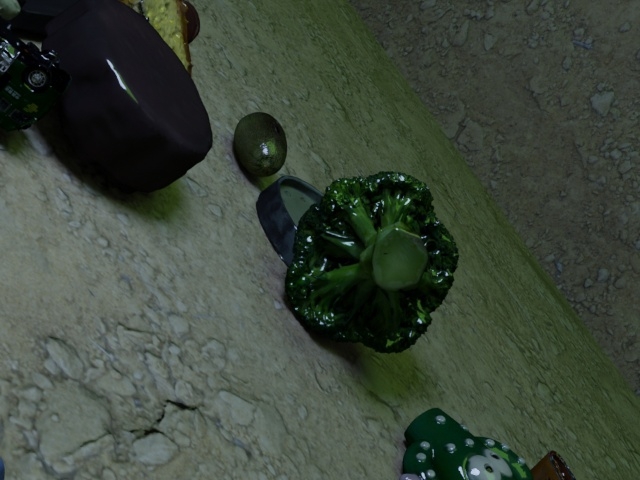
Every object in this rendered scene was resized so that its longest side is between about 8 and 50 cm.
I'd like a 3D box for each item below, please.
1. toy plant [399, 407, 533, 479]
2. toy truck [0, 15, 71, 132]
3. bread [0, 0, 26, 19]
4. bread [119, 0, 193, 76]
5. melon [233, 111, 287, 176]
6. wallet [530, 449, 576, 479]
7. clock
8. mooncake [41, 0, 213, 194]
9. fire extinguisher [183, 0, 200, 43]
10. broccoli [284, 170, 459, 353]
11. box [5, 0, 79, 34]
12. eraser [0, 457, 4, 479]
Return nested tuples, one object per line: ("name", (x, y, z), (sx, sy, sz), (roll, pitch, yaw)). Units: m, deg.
("toy plant", (0.229, 0.366, 1.500), (0.243, 0.113, 0.232), (34, 30, 5))
("toy truck", (-0.437, -0.240, 1.197), (0.259, 0.121, 0.088), (41, 20, -20))
("bread", (-0.476, -0.368, 1.282), (0.207, 0.056, 0.286), (43, -11, -11))
("bread", (-0.287, -0.294, 1.587), (0.129, 0.134, 0.260), (-45, 131, -56))
("melon", (-0.109, -0.175, 1.806), (0.099, 0.099, 0.162), (36, 22, -31))
("wallet", (0.360, 0.451, 1.552), (0.042, 0.161, 0.196), (19, 33, -34))
("clock", (0.000, 0.000, 1.777), (0.280, 0.055, 0.281), (42, 20, -20))
("mooncake", (-0.280, -0.202, 1.391), (0.283, 0.141, 0.283), (54, 16, -22))
("fire extinguisher", (-0.314, -0.392, 1.786), (0.105, 0.105, 0.269), (49, 20, -1))
("broccoli", (0.084, 0.040, 1.536), (0.297, 0.297, 0.297), (47, 0, -6))
("box", (-0.473, -0.438, 1.549), (0.290, 0.073, 0.289), (53, 22, 12))
("eraser", (-0.348, 0.144, 0.806), (0.225, 0.036, 0.082), (47, 20, -5))
